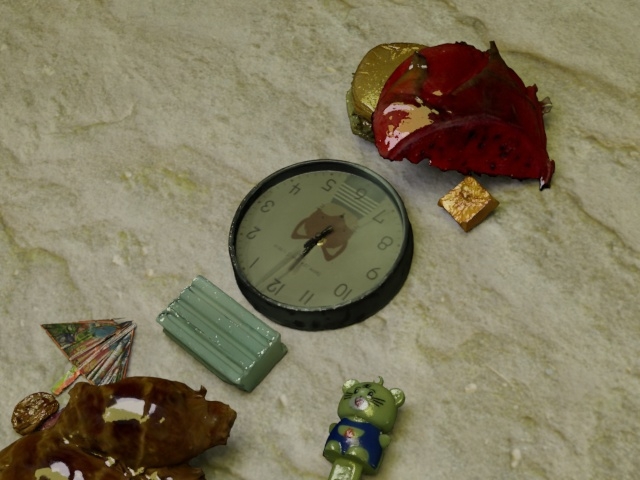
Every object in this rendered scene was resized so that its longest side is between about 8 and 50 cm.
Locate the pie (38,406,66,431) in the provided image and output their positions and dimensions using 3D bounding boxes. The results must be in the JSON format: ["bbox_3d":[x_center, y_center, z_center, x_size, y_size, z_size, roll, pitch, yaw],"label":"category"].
[{"bbox_3d":[-0.392,0.333,1.680,0.155,0.036,0.154,-5,57,7],"label":"pie"}]

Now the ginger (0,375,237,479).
[{"bbox_3d":[-0.297,0.337,1.564,0.357,0.152,0.274,-37,70,-17],"label":"ginger"}]

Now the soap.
[{"bbox_3d":[-0.165,0.156,1.736,0.198,0.063,0.114,35,71,27],"label":"soap"}]

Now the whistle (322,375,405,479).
[{"bbox_3d":[0.054,0.307,1.588,0.105,0.085,0.227,9,60,26],"label":"whistle"}]

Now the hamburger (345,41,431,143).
[{"bbox_3d":[0.156,-0.258,1.912,0.215,0.122,0.189,-5,61,-1],"label":"hamburger"}]

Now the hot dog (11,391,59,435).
[{"bbox_3d":[-0.473,0.286,1.725,0.083,0.035,0.058,-41,56,-16],"label":"hot dog"}]

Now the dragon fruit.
[{"bbox_3d":[0.257,-0.246,1.806,0.344,0.100,0.282,5,63,-17],"label":"dragon fruit"}]

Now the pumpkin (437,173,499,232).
[{"bbox_3d":[0.257,-0.063,1.808,0.083,0.054,0.074,-41,65,7],"label":"pumpkin"}]

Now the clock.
[{"bbox_3d":[0.000,0.000,1.806,0.325,0.067,0.325,-4,57,7],"label":"clock"}]

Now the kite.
[{"bbox_3d":[-0.393,0.192,1.783,0.241,0.014,0.183,34,68,30],"label":"kite"}]
